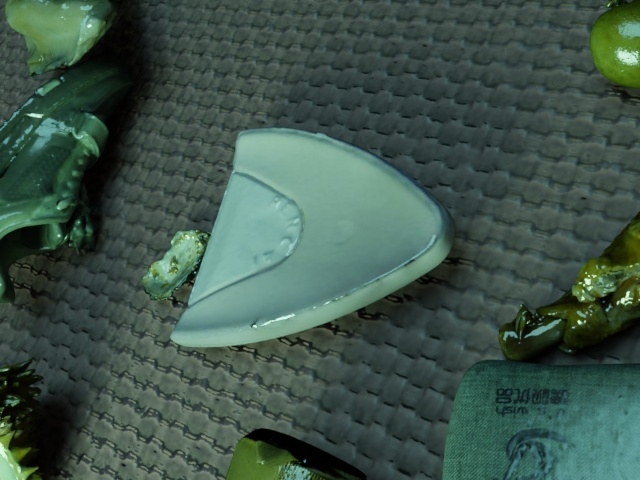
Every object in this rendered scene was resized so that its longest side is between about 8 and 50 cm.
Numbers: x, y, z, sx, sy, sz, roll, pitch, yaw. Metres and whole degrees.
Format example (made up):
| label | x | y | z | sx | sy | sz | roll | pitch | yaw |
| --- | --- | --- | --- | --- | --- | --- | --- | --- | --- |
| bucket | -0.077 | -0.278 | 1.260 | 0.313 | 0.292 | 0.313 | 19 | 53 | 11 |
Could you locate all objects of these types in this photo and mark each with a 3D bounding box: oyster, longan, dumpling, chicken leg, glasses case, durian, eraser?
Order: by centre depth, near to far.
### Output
| label | x | y | z | sx | sy | sz | roll | pitch | yaw |
| --- | --- | --- | --- | --- | --- | --- | --- | --- | --- |
| glasses case | 0.227 | 0.135 | 0.477 | 0.323 | 0.074 | 0.131 | -4 | 61 | 30 |
| chicken leg | 0.205 | 0.028 | 0.546 | 0.207 | 0.085 | 0.101 | -36 | 37 | 21 |
| longan | 0.233 | -0.151 | 0.633 | 0.075 | 0.075 | 0.083 | -29 | 81 | 15 |
| eraser | 0.001 | 0.001 | 0.701 | 0.243 | 0.059 | 0.204 | 2 | 65 | 36 |
| durian | -0.318 | 0.212 | 0.730 | 0.252 | 0.139 | 0.144 | -42 | 55 | 4 |
| oyster | -0.127 | 0.022 | 0.795 | 0.083 | 0.019 | 0.054 | -46 | 49 | 4 |
| dumpling | -0.301 | -0.269 | 0.979 | 0.166 | 0.086 | 0.332 | -38 | 29 | 13 |

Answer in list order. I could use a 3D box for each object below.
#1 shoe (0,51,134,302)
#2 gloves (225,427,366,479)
| label | x | y | z | sx | sy | sz | roll | pitch | yaw |
| --- | --- | --- | --- | --- | --- | --- | --- | --- | --- |
| shoe | -0.268 | -0.057 | 0.886 | 0.149 | 0.109 | 0.293 | 42 | 68 | 3 |
| gloves | -0.066 | 0.282 | 0.535 | 0.154 | 0.141 | 0.331 | 21 | 64 | 11 |
